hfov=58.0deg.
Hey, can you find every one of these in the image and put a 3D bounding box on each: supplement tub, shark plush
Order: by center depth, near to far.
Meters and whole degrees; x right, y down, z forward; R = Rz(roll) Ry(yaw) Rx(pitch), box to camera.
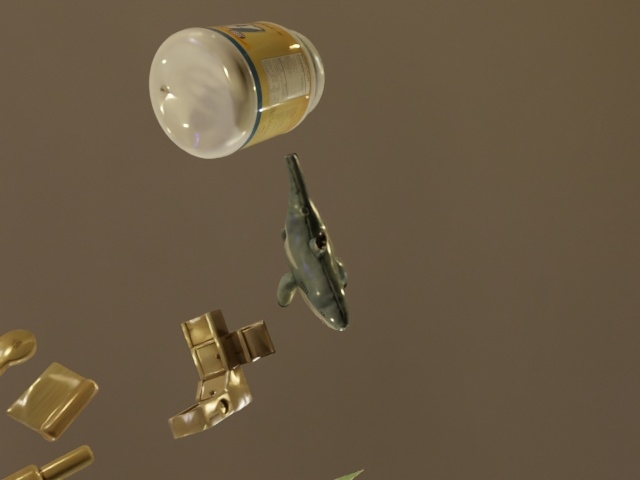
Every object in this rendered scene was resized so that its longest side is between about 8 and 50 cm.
[{"bbox_3d":[0.000,0.000,0.534,0.073,0.067,0.161,-4,-81,-17],"label":"shark plush"},{"bbox_3d":[-0.094,-0.192,0.715,0.200,0.144,0.144,-37,-71,-54],"label":"supplement tub"}]

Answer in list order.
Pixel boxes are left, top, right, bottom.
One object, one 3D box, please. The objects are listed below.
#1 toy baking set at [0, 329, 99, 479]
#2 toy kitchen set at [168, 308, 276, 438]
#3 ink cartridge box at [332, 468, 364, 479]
[{"bbox_3d":[-0.317,0.164,0.465,0.256,0.197,0.030,-28,-37,-36],"label":"toy baking set"},{"bbox_3d":[-0.083,0.099,0.464,0.083,0.068,0.075,69,-160,5],"label":"toy kitchen set"},{"bbox_3d":[-0.068,0.328,0.589,0.235,0.171,0.056,-12,-110,-45],"label":"ink cartridge box"}]
